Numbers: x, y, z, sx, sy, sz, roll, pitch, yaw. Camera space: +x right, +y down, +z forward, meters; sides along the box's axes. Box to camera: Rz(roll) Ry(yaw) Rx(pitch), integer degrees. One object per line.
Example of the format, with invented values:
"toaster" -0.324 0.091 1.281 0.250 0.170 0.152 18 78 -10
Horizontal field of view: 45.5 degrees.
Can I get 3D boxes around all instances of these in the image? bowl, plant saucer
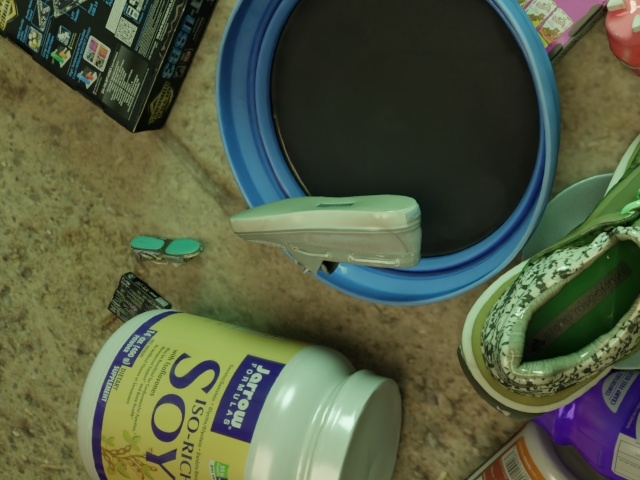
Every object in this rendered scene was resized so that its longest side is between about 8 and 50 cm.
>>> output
"bowl" 0.062 -0.122 0.801 0.391 0.077 0.391 17 122 29
"plant saucer" 0.301 0.030 0.767 0.195 0.037 0.195 -1 88 12

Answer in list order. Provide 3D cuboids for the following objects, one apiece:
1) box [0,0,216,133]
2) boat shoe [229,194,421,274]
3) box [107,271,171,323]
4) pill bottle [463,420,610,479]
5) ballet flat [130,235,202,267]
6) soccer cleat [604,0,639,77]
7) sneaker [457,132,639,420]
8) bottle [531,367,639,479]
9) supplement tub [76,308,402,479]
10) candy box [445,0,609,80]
"box" -0.273 -0.336 0.958 0.293 0.073 0.295 36 116 15
"boat shoe" 0.001 0.000 0.803 0.227 0.079 0.081 1 108 33
"box" -0.260 0.095 1.091 0.083 0.018 0.067 36 116 14
"pill bottle" 0.213 0.305 0.853 0.121 0.121 0.216 43 118 11
"ballet flat" -0.205 0.017 1.038 0.114 0.041 0.041 6 105 25
"soccer cleat" 0.367 -0.243 0.672 0.248 0.095 0.083 -37 53 14
"sneaker" 0.292 0.003 0.655 0.158 0.182 0.410 43 93 10
"bottle" 0.314 0.183 0.740 0.283 0.118 0.092 20 130 36
"supplement tub" -0.092 0.227 0.916 0.331 0.241 0.241 10 107 24
"candy box" 0.231 -0.291 0.719 0.159 0.071 0.233 47 119 8
